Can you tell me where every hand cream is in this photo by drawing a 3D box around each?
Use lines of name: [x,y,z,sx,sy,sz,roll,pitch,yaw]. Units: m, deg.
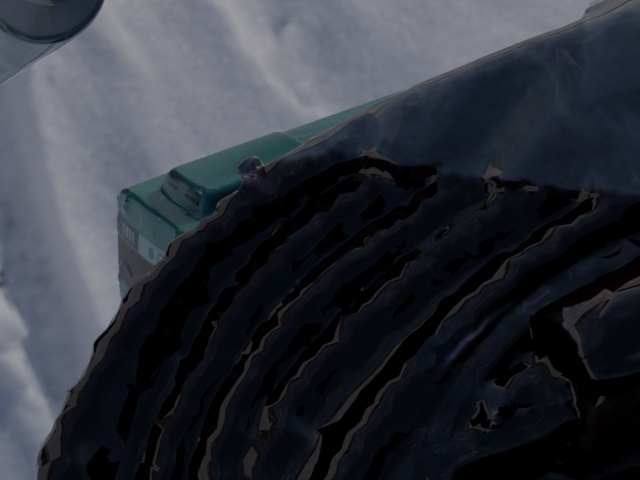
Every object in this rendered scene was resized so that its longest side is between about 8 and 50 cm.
hand cream: [-0.122,-0.098,0.734,0.048,0.224,0.083,13,88,-16]

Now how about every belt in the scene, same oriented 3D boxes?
belt: [0.082,0.045,0.431,0.289,0.164,0.184,-28,69,-6]

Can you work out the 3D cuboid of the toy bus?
toy bus: [0.000,0.000,0.717,0.160,0.079,0.091,-21,119,-23]
